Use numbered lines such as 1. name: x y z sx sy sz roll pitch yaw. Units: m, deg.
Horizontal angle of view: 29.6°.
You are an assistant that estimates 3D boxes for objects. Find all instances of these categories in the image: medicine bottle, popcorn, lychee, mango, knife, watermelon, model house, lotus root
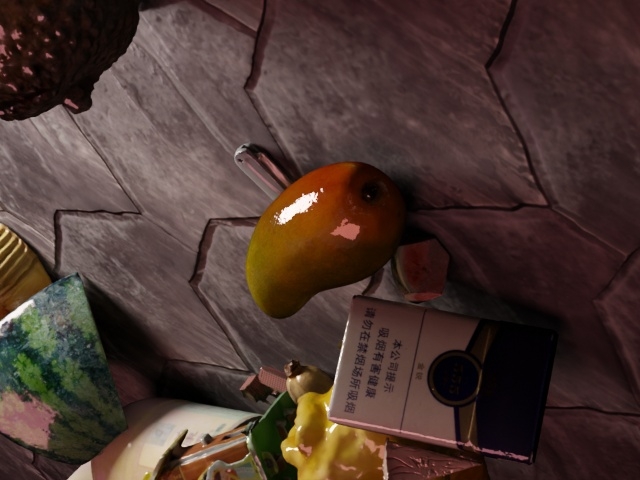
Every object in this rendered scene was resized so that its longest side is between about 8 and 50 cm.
1. medicine bottle: -0.259 0.399 2.144 0.406 0.235 0.235 3 135 40
2. popcorn: 0.110 0.289 1.639 0.316 0.297 0.281 30 -164 -24
3. lychee: -0.333 -0.266 1.362 0.255 0.255 0.274 -15 114 51
4. mango: -0.003 -0.004 1.488 0.146 0.129 0.289 45 135 -17
5. knife: -0.046 -0.064 1.562 0.162 0.023 0.044 44 134 -12
6. watermelon: 0.123 0.037 1.504 0.072 0.084 0.092 5 179 9
7. model house: -0.145 0.449 1.796 0.324 0.300 0.340 -22 92 11
8. lotus root: -0.008 0.235 1.866 0.073 0.062 0.150 -18 118 46
9. watermelon: -0.424 0.218 2.113 0.250 0.292 0.283 -39 94 31
10. model house: -0.082 0.232 1.938 0.083 0.057 0.058 22 149 25

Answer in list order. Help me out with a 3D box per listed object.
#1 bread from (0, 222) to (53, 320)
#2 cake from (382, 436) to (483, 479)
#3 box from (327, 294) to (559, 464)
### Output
1. bread: -0.584 0.104 2.150 0.204 0.156 0.288 21 146 27
2. cake: 0.137 0.282 1.494 0.121 0.065 0.052 7 167 4
3. box: 0.151 0.171 1.495 0.259 0.168 0.071 9 168 15
